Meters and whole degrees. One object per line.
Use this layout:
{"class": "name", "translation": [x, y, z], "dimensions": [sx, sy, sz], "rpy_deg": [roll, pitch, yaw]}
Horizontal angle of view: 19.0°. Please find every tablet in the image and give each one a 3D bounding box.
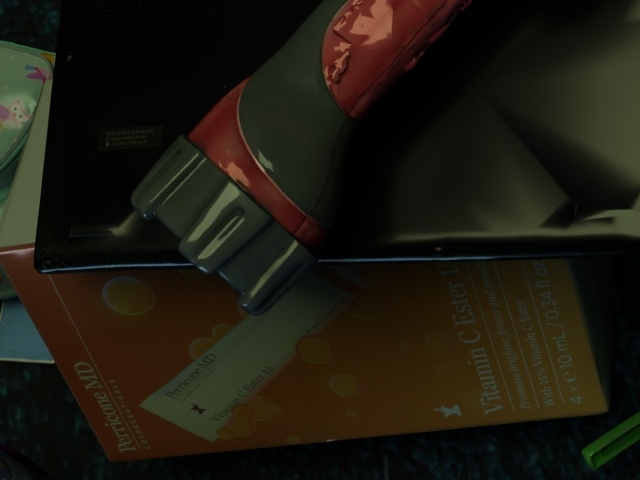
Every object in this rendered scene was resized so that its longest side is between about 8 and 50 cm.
{"class": "tablet", "translation": [-0.214, 0.051, 1.429], "dimensions": [0.054, 0.006, 0.083], "rpy_deg": [2, 73, 19]}

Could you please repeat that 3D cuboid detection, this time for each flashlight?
{"class": "flashlight", "translation": [0.034, -0.101, 1.004], "dimensions": [0.103, 0.103, 0.304], "rpy_deg": [43, 91, 0]}

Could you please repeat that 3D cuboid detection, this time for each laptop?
{"class": "laptop", "translation": [0.062, -0.151, 1.194], "dimensions": [0.382, 0.236, 0.407], "rpy_deg": [-2, 73, 21]}

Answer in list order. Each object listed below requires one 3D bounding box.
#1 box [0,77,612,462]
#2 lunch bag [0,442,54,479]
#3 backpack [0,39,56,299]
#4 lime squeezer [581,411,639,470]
{"class": "box", "translation": [0.000, 0.000, 1.233], "dimensions": [0.345, 0.215, 0.168], "rpy_deg": [-8, 42, 16]}
{"class": "lunch bag", "translation": [-0.240, 0.344, 1.181], "dimensions": [0.328, 0.239, 0.385], "rpy_deg": [-50, 36, 9]}
{"class": "backpack", "translation": [-0.255, -0.058, 1.408], "dimensions": [0.166, 0.144, 0.188], "rpy_deg": [17, 79, 19]}
{"class": "lime squeezer", "translation": [0.318, 0.081, 1.202], "dimensions": [0.310, 0.059, 0.110], "rpy_deg": [-12, 51, 17]}
